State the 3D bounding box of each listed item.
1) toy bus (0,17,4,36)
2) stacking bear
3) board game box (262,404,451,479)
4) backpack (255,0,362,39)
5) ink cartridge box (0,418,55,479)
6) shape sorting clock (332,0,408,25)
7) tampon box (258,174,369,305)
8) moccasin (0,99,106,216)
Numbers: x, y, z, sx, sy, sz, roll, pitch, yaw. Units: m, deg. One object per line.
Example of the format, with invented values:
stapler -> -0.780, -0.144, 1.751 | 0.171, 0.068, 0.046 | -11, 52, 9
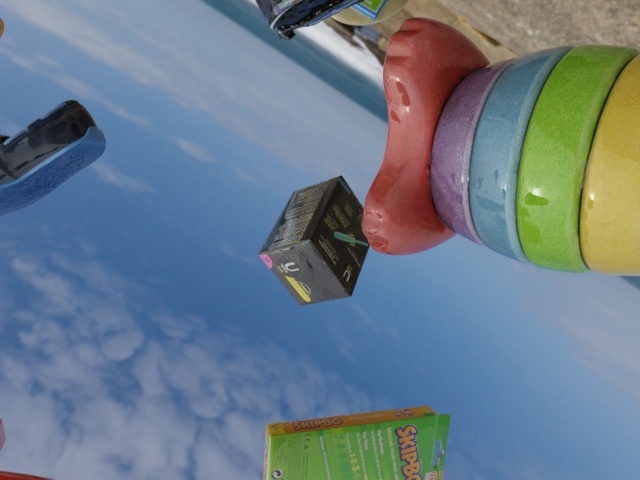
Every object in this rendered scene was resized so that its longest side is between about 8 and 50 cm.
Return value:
toy bus -> -0.666, -0.407, 0.724 | 0.333, 0.108, 0.130 | 41, -159, -6
stacking bear -> 0.194, -0.045, 0.307 | 0.164, 0.175, 0.289 | -5, -163, -45
board game box -> 0.053, 0.295, 0.658 | 0.259, 0.124, 0.039 | 1, -167, -16
backpack -> 0.038, -0.411, 0.649 | 0.225, 0.253, 0.191 | -51, -54, -48
ink cartridge box -> -0.331, 0.312, 0.482 | 0.078, 0.134, 0.231 | 20, -126, -20
shape sorting clock -> 0.078, -0.492, 0.875 | 0.206, 0.206, 0.040 | 35, -168, 6
tampon box -> 0.000, 0.000, 0.764 | 0.120, 0.101, 0.161 | 54, -141, -27
moccasin -> -0.571, -0.149, 0.936 | 0.117, 0.342, 0.138 | 63, -178, 9
